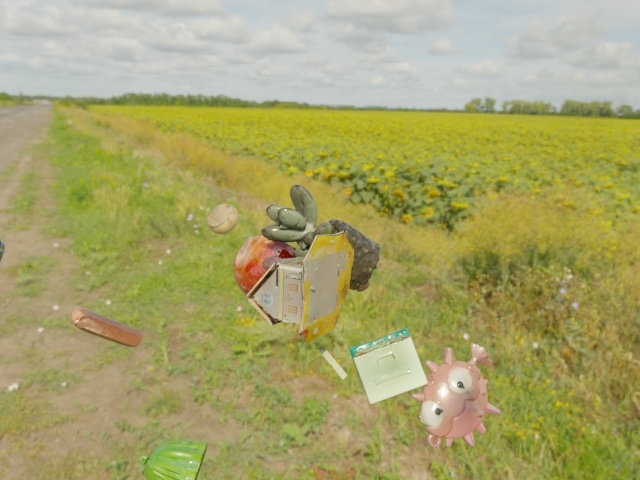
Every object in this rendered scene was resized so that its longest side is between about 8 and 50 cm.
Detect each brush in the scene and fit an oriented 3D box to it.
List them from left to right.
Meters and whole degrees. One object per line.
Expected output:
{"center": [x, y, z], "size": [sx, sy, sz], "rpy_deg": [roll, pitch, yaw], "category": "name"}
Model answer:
{"center": [0.027, 0.266, 1.215], "size": [0.016, 0.013, 0.083], "rpy_deg": [-28, 62, -32], "category": "brush"}

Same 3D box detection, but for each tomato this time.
{"center": [-0.132, 0.095, 1.419], "size": [0.233, 0.200, 0.139], "rpy_deg": [-29, 25, 55], "category": "tomato"}

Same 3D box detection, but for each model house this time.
{"center": [-0.039, 0.078, 1.122], "size": [0.136, 0.207, 0.219], "rpy_deg": [6, 11, 26], "category": "model house"}
{"center": [0.133, 0.244, 1.124], "size": [0.127, 0.100, 0.149], "rpy_deg": [-20, -2, 1], "category": "model house"}

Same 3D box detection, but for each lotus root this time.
{"center": [-0.414, 0.621, 1.534], "size": [0.186, 0.186, 0.186], "rpy_deg": [1, 13, 0], "category": "lotus root"}

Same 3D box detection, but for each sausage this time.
{"center": [-0.346, 0.144, 0.916], "size": [0.030, 0.035, 0.147], "rpy_deg": [26, -12, 35], "category": "sausage"}

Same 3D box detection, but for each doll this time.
{"center": [0.316, 0.358, 1.304], "size": [0.262, 0.211, 0.093], "rpy_deg": [-48, 2, -18], "category": "doll"}

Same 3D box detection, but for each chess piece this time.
{"center": [-0.251, -0.056, 1.444], "size": [0.084, 0.083, 0.038], "rpy_deg": [13, -27, 41], "category": "chess piece"}

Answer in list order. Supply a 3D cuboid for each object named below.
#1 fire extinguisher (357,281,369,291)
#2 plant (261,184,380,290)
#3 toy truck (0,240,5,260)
{"center": [0.076, 0.076, 1.514], "size": [0.045, 0.157, 0.078], "rpy_deg": [-29, 28, 14], "category": "fire extinguisher"}
{"center": [0.000, 0.002, 1.246], "size": [0.274, 0.146, 0.149], "rpy_deg": [35, -14, -27], "category": "plant"}
{"center": [-0.750, -0.029, 1.020], "size": [0.161, 0.162, 0.385], "rpy_deg": [-3, -29, 4], "category": "toy truck"}
